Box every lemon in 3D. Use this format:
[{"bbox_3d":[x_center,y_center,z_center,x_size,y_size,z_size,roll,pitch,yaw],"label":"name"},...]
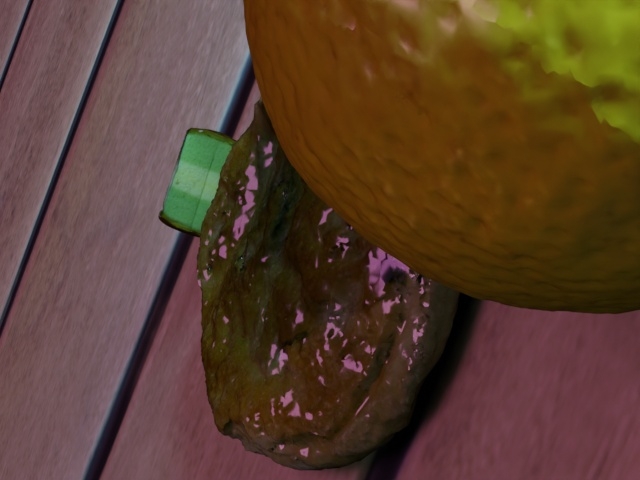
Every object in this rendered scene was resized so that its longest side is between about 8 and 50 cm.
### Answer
[{"bbox_3d":[0.095,-0.095,0.563,0.267,0.267,0.267,-45,36,46],"label":"lemon"}]

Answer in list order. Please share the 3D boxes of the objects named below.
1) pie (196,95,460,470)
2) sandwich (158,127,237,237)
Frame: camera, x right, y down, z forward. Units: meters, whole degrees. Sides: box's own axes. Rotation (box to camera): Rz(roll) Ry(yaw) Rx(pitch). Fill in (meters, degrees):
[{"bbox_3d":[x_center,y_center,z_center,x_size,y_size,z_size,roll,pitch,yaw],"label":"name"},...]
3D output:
[{"bbox_3d":[0.000,0.000,0.902,0.277,0.079,0.277,-48,34,47],"label":"pie"},{"bbox_3d":[-0.091,-0.042,1.126,0.116,0.074,0.074,15,87,66],"label":"sandwich"}]
